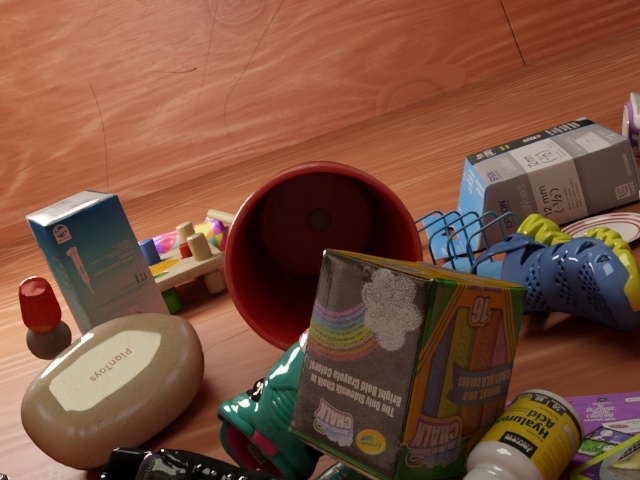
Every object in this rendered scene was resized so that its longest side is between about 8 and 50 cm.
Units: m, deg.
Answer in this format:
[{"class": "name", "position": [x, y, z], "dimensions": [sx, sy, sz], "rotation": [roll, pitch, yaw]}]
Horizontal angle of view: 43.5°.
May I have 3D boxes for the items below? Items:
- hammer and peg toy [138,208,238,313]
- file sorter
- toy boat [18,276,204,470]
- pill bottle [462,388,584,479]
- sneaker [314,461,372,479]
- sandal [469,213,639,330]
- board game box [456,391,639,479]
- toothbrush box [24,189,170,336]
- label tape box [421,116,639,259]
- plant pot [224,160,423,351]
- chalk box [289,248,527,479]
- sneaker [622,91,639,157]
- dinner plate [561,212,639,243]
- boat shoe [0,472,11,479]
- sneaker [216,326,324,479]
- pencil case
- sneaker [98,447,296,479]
[{"class": "hammer and peg toy", "position": [-0.284, 0.048, 1.660], "dimensions": [0.361, 0.127, 0.266], "rotation": [-24, 14, -14]}, {"class": "file sorter", "position": [0.208, 0.020, 1.187], "dimensions": [0.118, 0.104, 0.170], "rotation": [-29, 18, -29]}, {"class": "toy boat", "position": [-0.321, 0.179, 1.143], "dimensions": [0.318, 0.148, 0.267], "rotation": [33, 50, 29]}, {"class": "pill bottle", "position": [0.156, 0.174, 0.632], "dimensions": [0.065, 0.065, 0.116], "rotation": [-5, 22, 44]}, {"class": "sneaker", "position": [0.048, 0.226, 0.793], "dimensions": [0.167, 0.065, 0.076], "rotation": [-25, -1, -28]}, {"class": "sandal", "position": [0.282, 0.053, 0.978], "dimensions": [0.138, 0.126, 0.317], "rotation": [-26, 8, -7]}, {"class": "board game box", "position": [0.257, 0.193, 0.647], "dimensions": [0.347, 0.056, 0.208], "rotation": [-11, 22, 29]}, {"class": "toothbrush box", "position": [-0.362, 0.074, 1.346], "dimensions": [0.126, 0.295, 0.216], "rotation": [-27, 16, -23]}, {"class": "label tape box", "position": [0.342, -0.097, 1.405], "dimensions": [0.348, 0.115, 0.249], "rotation": [-16, 16, 7]}, {"class": "plant pot", "position": [0.000, 0.000, 1.179], "dimensions": [0.275, 0.274, 0.243], "rotation": [-19, 16, 3]}, {"class": "chalk box", "position": [0.070, 0.127, 0.687], "dimensions": [0.132, 0.213, 0.132], "rotation": [7, 6, -42]}, {"class": "sneaker", "position": [0.633, -0.196, 1.442], "dimensions": [0.152, 0.114, 0.305], "rotation": [-3, 22, 8]}, {"class": "dinner plate", "position": [0.414, -0.007, 1.184], "dimensions": [0.141, 0.017, 0.141], "rotation": [-19, 15, 5]}, {"class": "boat shoe", "position": [-0.450, 0.337, 1.039], "dimensions": [0.046, 0.038, 0.125], "rotation": [-12, 17, 25]}, {"class": "sneaker", "position": [-0.019, 0.187, 0.885], "dimensions": [0.178, 0.124, 0.295], "rotation": [-46, -13, 0]}, {"class": "pencil case", "position": [-0.319, 0.017, 1.860], "dimensions": [0.236, 0.104, 0.104], "rotation": [-21, 15, 0]}, {"class": "sneaker", "position": [-0.104, 0.244, 0.719], "dimensions": [0.283, 0.124, 0.107], "rotation": [-10, 48, 44]}]
